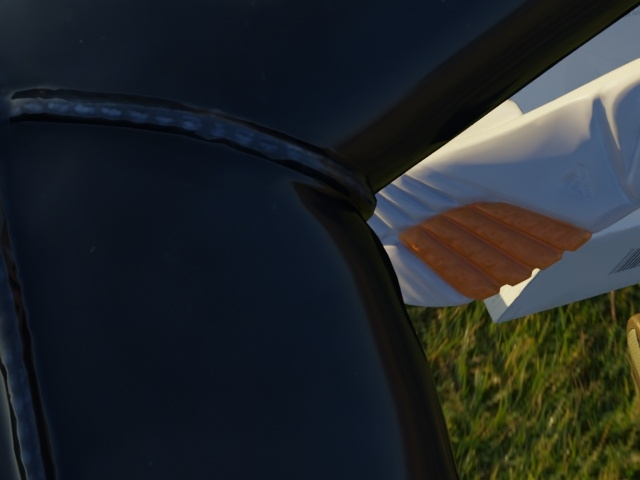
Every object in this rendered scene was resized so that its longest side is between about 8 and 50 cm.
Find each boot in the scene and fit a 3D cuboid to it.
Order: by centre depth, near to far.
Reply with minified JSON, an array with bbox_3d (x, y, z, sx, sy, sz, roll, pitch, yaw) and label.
[{"bbox_3d":[0.029,0.076,0.324,0.367,0.146,0.445,-14,73,8],"label":"boot"}]

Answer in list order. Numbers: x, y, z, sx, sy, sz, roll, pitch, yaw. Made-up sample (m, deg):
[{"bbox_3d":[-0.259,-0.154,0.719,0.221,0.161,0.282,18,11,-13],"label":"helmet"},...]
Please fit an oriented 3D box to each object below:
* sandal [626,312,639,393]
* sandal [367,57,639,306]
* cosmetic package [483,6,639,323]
[{"bbox_3d":[0.239,0.124,0.661,0.060,0.090,0.219,-34,66,-10],"label":"sandal"},{"bbox_3d":[0.122,-0.045,0.691,0.265,0.076,0.102,-24,121,25],"label":"sandal"},{"bbox_3d":[0.202,-0.084,0.968,0.224,0.138,0.224,-13,67,-21],"label":"cosmetic package"}]
